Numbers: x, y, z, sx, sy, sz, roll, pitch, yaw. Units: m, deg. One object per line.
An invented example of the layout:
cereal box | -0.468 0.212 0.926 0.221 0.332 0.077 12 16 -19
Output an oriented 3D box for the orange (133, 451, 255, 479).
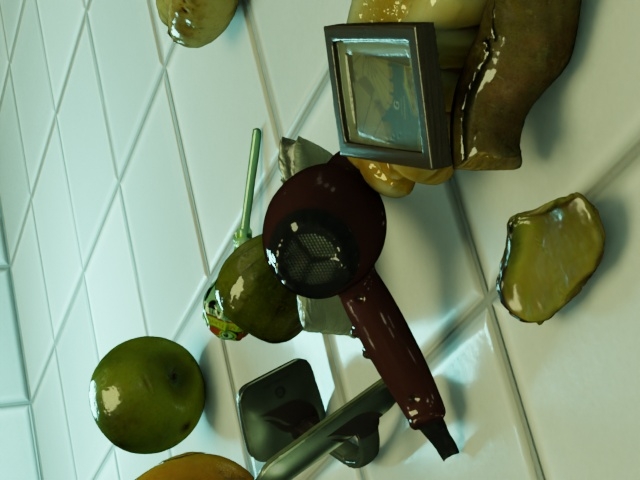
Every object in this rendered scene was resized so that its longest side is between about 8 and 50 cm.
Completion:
orange | -0.184 0.417 1.976 0.246 0.246 0.246 176 90 -68

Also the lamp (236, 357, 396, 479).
lamp | -0.029 0.236 1.648 0.283 0.203 0.125 2 114 64

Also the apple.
apple | -0.273 0.245 2.250 0.157 0.196 0.196 -35 59 39

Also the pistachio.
pistachio | 0.203 0.006 1.223 0.089 0.049 0.173 53 145 16

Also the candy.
candy | -0.111 -0.008 1.981 0.091 0.083 0.305 -124 42 -79

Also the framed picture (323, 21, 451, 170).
framed picture | 0.059 -0.134 1.284 0.168 0.023 0.128 16 117 61

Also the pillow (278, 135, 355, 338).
pillow | 0.000 0.000 1.634 0.050 0.148 0.230 -8 82 27

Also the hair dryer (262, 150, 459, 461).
hair dryer | 0.066 0.069 1.484 0.340 0.123 0.312 62 -163 -8

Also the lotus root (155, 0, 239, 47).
lotus root | -0.167 -0.360 1.977 0.125 0.118 0.221 44 142 11

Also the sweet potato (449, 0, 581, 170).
sweet potato | 0.175 -0.179 1.192 0.112 0.085 0.286 -57 -14 -53

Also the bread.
bread | 0.098 -0.187 1.344 0.173 0.121 0.311 53 144 38

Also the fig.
fig | -0.048 0.036 1.790 0.185 0.133 0.126 -55 7 -3
